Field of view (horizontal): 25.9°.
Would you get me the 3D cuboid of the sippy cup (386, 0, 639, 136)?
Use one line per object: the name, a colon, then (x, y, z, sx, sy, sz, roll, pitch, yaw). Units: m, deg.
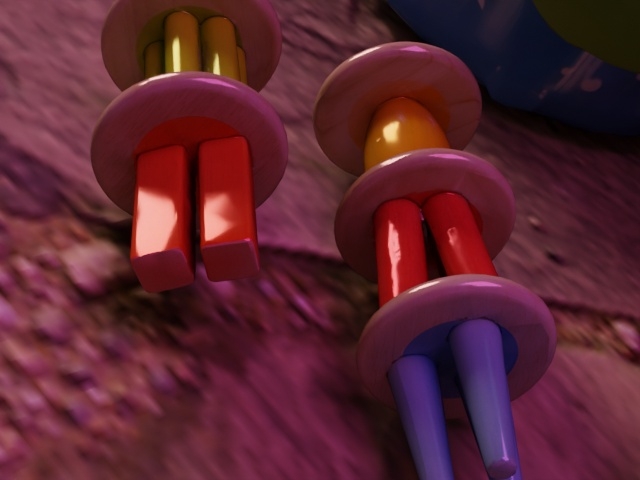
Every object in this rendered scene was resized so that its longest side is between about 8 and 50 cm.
sippy cup: (0.129, -0.168, 0.513, 0.305, 0.224, 0.240, -14, 56, -45)

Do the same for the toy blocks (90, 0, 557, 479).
toy blocks: (0.000, 0.000, 0.364, 0.123, 0.054, 0.148, 16, 39, -22)
